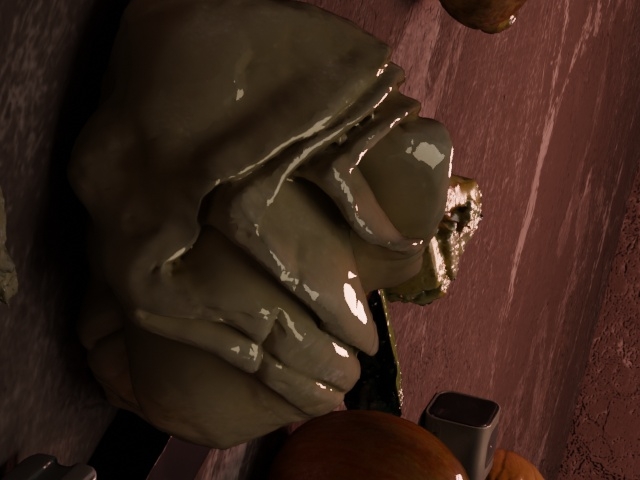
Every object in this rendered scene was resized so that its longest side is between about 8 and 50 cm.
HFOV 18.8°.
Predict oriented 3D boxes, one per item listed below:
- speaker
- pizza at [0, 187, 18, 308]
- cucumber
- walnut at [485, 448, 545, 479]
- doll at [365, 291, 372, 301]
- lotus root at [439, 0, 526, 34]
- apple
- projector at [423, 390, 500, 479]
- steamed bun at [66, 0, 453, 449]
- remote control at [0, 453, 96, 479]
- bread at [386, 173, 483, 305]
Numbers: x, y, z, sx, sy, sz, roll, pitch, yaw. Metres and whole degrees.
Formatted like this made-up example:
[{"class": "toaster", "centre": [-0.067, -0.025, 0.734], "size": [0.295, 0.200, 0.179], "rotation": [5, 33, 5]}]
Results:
[{"class": "speaker", "centre": [-0.121, 0.159, 1.338], "size": [0.218, 0.044, 0.082], "rotation": [-61, 158, -44]}, {"class": "pizza", "centre": [-0.198, 0.019, 0.976], "size": [0.262, 0.034, 0.181], "rotation": [80, 27, -55]}, {"class": "cucumber", "centre": [0.036, 0.080, 1.825], "size": [0.078, 0.062, 0.211], "rotation": [-93, 172, -46]}, {"class": "walnut", "centre": [0.203, 0.360, 2.428], "size": [0.167, 0.167, 0.207], "rotation": [60, 48, -68]}, {"class": "doll", "centre": [-0.003, 0.005, 1.557], "size": [0.188, 0.096, 0.145], "rotation": [63, 33, -52]}, {"class": "lotus root", "centre": [0.157, -0.273, 1.837], "size": [0.214, 0.138, 0.138], "rotation": [85, 23, -50]}, {"class": "apple", "centre": [0.040, 0.255, 1.721], "size": [0.211, 0.188, 0.211], "rotation": [10, 90, -78]}, {"class": "projector", "centre": [0.169, 0.240, 2.353], "size": [0.083, 0.083, 0.082], "rotation": [-45, 144, -62]}, {"class": "steamed bun", "centre": [-0.033, -0.007, 1.222], "size": [0.276, 0.203, 0.289], "rotation": [29, 74, -74]}, {"class": "remote control", "centre": [-0.207, 0.220, 1.063], "size": [0.277, 0.055, 0.103], "rotation": [-42, 141, -63]}, {"class": "bread", "centre": [0.091, -0.029, 1.863], "size": [0.110, 0.103, 0.156], "rotation": [65, 34, -48]}]
